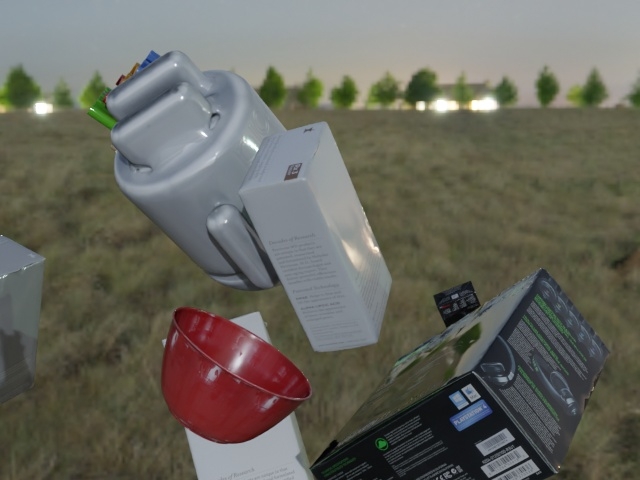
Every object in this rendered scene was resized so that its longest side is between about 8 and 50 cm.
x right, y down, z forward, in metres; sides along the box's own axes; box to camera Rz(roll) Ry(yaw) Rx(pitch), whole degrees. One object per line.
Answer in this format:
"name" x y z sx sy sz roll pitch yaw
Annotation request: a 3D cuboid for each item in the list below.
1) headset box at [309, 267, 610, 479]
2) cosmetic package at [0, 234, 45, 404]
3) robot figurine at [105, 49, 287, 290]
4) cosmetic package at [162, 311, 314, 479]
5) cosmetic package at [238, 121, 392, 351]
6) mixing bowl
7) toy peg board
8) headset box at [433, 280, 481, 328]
"headset box" 0.164 0.181 1.100 0.246 0.131 0.283 -38 0 35
"cosmetic package" -0.491 0.126 1.467 0.107 0.238 0.127 21 25 24
"robot figurine" -0.115 -0.070 1.241 0.200 0.353 0.300 -29 43 13
"cosmetic package" -0.099 0.309 1.436 0.155 0.365 0.197 -18 -19 -3
"cosmetic package" 0.000 0.000 1.093 0.085 0.231 0.117 -12 32 22
"mixing bowl" -0.111 0.164 1.119 0.181 0.098 0.181 32 8 -5
"toy peg board" -0.321 -0.257 1.692 0.079 0.161 0.161 34 21 -14
"headset box" 0.214 0.110 1.491 0.062 0.083 0.032 -23 33 9
